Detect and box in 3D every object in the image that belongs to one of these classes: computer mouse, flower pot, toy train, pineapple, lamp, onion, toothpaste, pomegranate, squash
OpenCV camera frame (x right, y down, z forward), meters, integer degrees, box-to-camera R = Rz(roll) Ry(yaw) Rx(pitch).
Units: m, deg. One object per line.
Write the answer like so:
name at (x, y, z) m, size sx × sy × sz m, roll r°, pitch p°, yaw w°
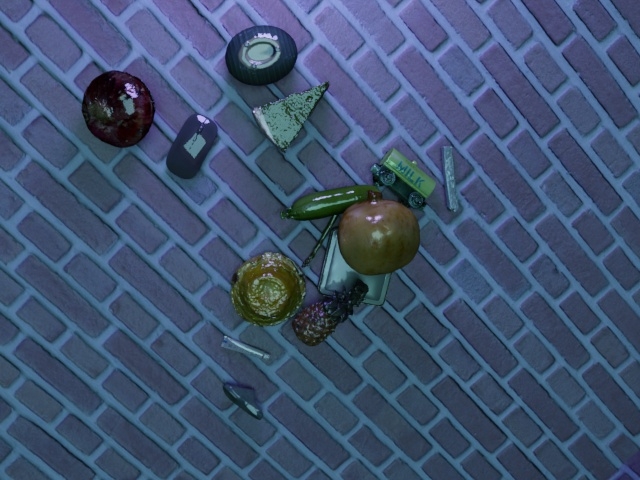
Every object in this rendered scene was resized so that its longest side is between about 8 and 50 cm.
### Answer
computer mouse at (-0.449, -0.327, 1.875) m, size 0.120 × 0.057 × 0.232 m, roll 30°, pitch 97°, yaw -11°
flower pot at (-0.197, -0.618, 1.796) m, size 0.242 × 0.157 × 0.189 m, roll -15°, pitch 103°, yaw -1°
toy train at (0.304, -0.225, 1.956) m, size 0.253 × 0.105 × 0.157 m, roll 36°, pitch 82°, yaw -12°
pineapple at (0.047, 0.260, 1.977) m, size 0.310 × 0.141 × 0.170 m, roll -39°, pitch 144°, yaw 13°
lamp at (0.141, 0.099, 2.021) m, size 0.266 × 0.047 × 0.269 m, roll 12°, pitch 99°, yaw -8°
onion at (-0.659, -0.433, 1.767) m, size 0.246 × 0.190 × 0.247 m, roll 5°, pitch 112°, yaw 12°
toothpaste at (-0.283, 0.414, 2.047) m, size 0.190 × 0.031 × 0.048 m, roll 21°, pitch 101°, yaw -6°
pomegranate at (0.195, -0.008, 1.855) m, size 0.307 × 0.307 × 0.308 m, roll -1°, pitch 101°, yaw -6°
squash at (0.039, -0.135, 1.940) m, size 0.378 × 0.101 × 0.102 m, roll -12°, pitch 102°, yaw -2°

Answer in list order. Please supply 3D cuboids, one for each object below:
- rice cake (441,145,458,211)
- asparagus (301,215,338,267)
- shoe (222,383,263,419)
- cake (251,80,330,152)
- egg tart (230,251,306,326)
rice cake at (0.478, -0.229, 1.994) m, size 0.042 × 0.045 × 0.245 m, roll -11°, pitch 101°, yaw -7°
asparagus at (0.000, 0.000, 1.999) m, size 0.024 × 0.025 × 0.249 m, roll 27°, pitch 97°, yaw -28°
shoe at (-0.287, 0.606, 2.070) m, size 0.195 × 0.079 × 0.078 m, roll 45°, pitch 58°, yaw -4°
cake at (-0.109, -0.462, 1.835) m, size 0.172 × 0.158 × 0.284 m, roll 35°, pitch 94°, yaw -9°
egg tart at (-0.192, 0.189, 1.970) m, size 0.294 × 0.116 × 0.295 m, roll -1°, pitch 99°, yaw -4°
